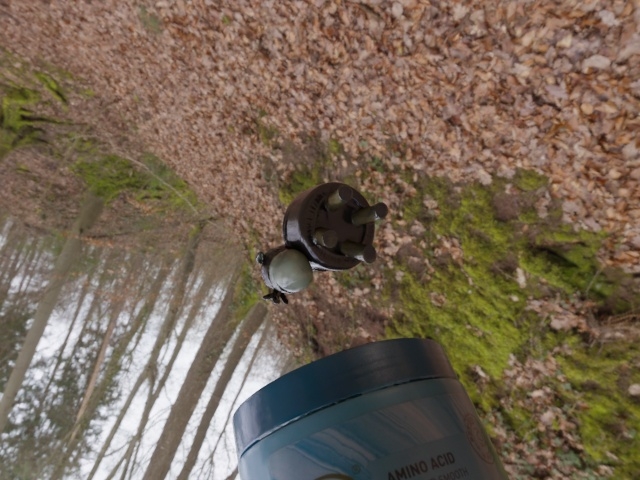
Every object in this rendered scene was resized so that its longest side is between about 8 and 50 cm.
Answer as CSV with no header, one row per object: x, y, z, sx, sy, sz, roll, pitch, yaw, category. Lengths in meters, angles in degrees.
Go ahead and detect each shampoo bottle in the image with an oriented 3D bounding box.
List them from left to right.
0.081,0.355,0.547,0.331,0.331,0.343,24,-144,-46,shampoo bottle

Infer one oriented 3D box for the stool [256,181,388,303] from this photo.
0.000,0.000,0.598,0.125,0.217,0.121,53,160,-18,stool
